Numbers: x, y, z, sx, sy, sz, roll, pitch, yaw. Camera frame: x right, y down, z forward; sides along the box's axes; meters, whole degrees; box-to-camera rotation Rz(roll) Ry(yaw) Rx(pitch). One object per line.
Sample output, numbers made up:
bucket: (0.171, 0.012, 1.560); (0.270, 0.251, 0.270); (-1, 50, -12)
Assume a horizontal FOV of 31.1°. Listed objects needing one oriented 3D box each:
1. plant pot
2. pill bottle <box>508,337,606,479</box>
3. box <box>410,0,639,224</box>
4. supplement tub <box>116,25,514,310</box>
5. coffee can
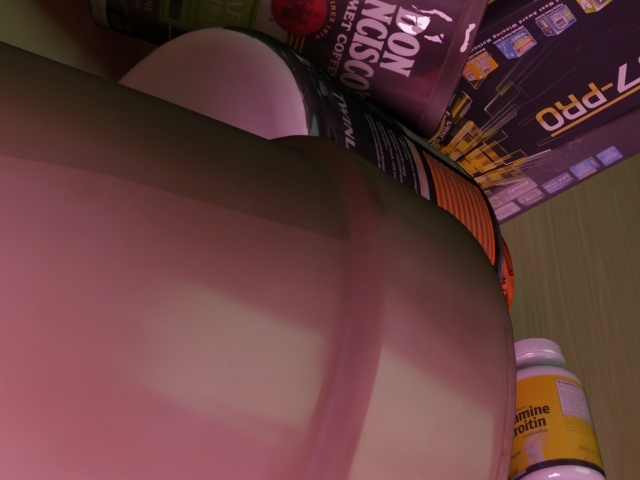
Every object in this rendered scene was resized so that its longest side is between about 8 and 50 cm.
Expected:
plant pot: (-0.140, 0.052, 0.412); (0.280, 0.323, 0.323); (35, 34, -26)
pill bottle: (0.240, 0.199, 1.235); (0.103, 0.103, 0.184); (42, 31, -38)
box: (0.233, -0.175, 1.252); (0.318, 0.395, 0.097); (34, 35, -49)
supplement tub: (0.000, 0.000, 0.833); (0.338, 0.207, 0.207); (26, 43, -54)
coffee can: (-0.012, -0.216, 0.884); (0.275, 0.202, 0.201); (18, 32, 0)
